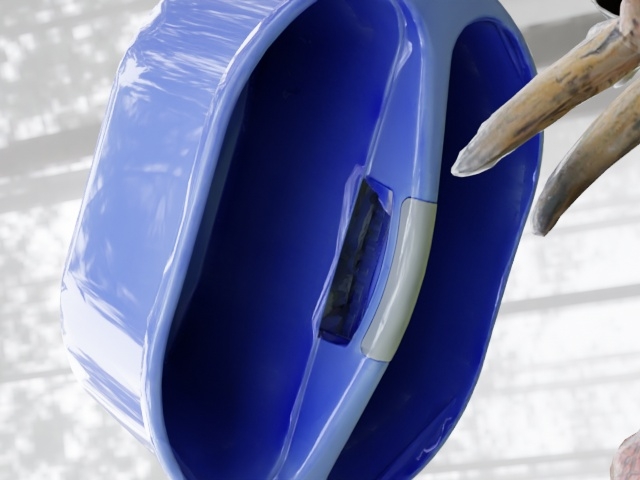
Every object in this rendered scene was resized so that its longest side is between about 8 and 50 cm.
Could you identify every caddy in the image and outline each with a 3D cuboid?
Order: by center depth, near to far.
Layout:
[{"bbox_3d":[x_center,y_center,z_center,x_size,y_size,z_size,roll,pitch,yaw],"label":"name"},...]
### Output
[{"bbox_3d":[0.000,0.000,0.982,0.241,0.179,0.341,9,-79,-38],"label":"caddy"}]

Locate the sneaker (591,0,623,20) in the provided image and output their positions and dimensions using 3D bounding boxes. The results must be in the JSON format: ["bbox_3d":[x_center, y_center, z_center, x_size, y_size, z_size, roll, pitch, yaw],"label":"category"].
[{"bbox_3d":[0.211,-0.078,0.663,0.118,0.222,0.083,39,-117,-31],"label":"sneaker"}]

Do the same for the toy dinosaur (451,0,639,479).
[{"bbox_3d":[0.104,0.048,0.356,0.200,0.127,0.295,44,-135,-34],"label":"toy dinosaur"}]
